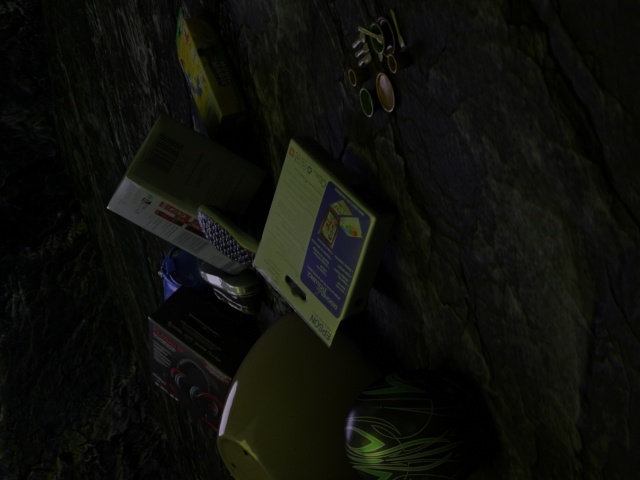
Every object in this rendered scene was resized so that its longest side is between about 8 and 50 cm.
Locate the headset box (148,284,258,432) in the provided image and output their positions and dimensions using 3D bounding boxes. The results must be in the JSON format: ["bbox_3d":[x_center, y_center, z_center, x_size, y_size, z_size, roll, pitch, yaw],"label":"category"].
[{"bbox_3d":[-0.233,0.240,2.356,0.218,0.110,0.293,35,148,16],"label":"headset box"}]

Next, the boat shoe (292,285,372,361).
[{"bbox_3d":[0.016,0.162,1.736,0.083,0.076,0.226,102,147,-57],"label":"boat shoe"}]

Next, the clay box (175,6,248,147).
[{"bbox_3d":[-0.190,-0.282,1.988,0.127,0.053,0.222,118,134,-65],"label":"clay box"}]

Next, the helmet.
[{"bbox_3d":[0.113,0.235,1.405,0.161,0.169,0.169,-112,8,-82],"label":"helmet"}]

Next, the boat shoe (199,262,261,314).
[{"bbox_3d":[-0.173,0.089,2.230,0.219,0.078,0.070,-151,48,-63],"label":"boat shoe"}]

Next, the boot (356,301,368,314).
[{"bbox_3d":[0.005,0.004,1.621,0.219,0.082,0.106,-122,21,-44],"label":"boot"}]

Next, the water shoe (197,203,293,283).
[{"bbox_3d":[-0.103,-0.004,1.841,0.203,0.080,0.073,34,144,20],"label":"water shoe"}]

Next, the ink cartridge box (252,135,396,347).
[{"bbox_3d":[0.000,0.000,1.553,0.206,0.045,0.208,45,127,40],"label":"ink cartridge box"}]

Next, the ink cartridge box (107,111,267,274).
[{"bbox_3d":[-0.210,-0.069,2.034,0.272,0.130,0.309,30,165,-11],"label":"ink cartridge box"}]

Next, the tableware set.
[{"bbox_3d":[0.065,-0.200,1.354,0.154,0.024,0.104,161,92,-72],"label":"tableware set"}]

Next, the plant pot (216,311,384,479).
[{"bbox_3d":[-0.035,0.270,1.653,0.284,0.191,0.284,37,148,28],"label":"plant pot"}]

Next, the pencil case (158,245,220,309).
[{"bbox_3d":[-0.277,0.125,2.475,0.306,0.133,0.119,101,166,-55],"label":"pencil case"}]

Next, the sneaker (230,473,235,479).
[{"bbox_3d":[-0.093,0.545,2.379,0.112,0.121,0.299,-65,-36,-72],"label":"sneaker"}]
